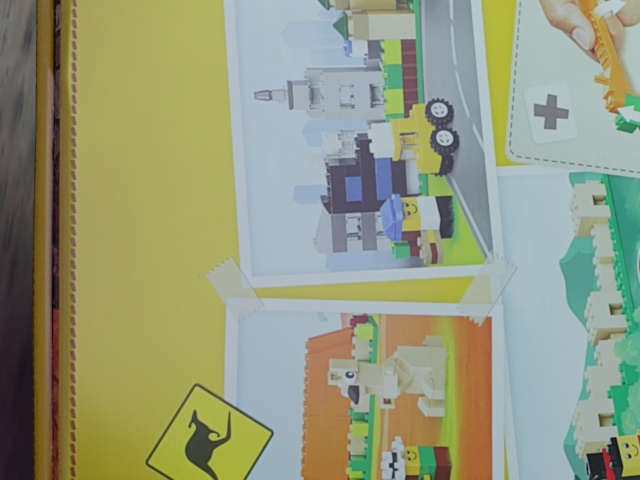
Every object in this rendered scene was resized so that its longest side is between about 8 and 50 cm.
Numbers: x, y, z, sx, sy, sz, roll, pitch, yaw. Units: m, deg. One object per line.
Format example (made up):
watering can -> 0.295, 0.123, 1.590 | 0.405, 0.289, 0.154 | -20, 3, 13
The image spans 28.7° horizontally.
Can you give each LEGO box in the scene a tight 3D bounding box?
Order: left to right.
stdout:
LEGO box -> 0.050, 0.051, 0.626 | 0.372, 0.193, 0.500 | 0, 82, -9
